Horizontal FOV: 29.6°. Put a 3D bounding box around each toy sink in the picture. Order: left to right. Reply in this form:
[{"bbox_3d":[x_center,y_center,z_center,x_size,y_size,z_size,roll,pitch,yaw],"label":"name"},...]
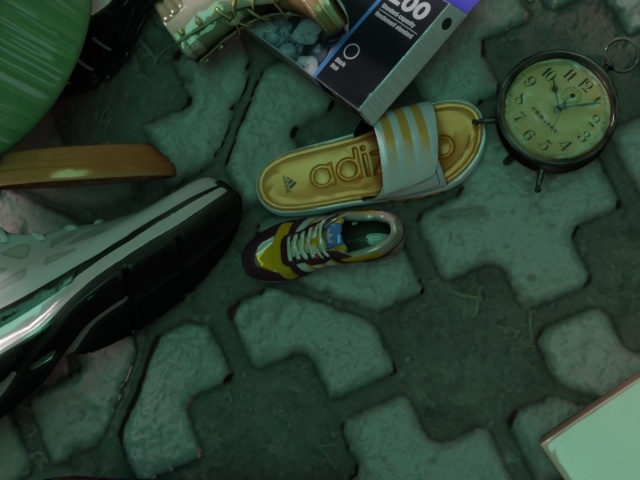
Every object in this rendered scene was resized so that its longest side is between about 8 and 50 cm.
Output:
[{"bbox_3d":[0.361,0.201,1.225,0.234,0.131,0.153,-36,80,5],"label":"toy sink"}]

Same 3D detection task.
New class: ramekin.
[{"bbox_3d":[-0.383,-0.230,1.299,0.303,0.148,0.303,-21,57,36],"label":"ramekin"}]

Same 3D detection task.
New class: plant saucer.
[{"bbox_3d":[-0.255,-0.079,1.296,0.200,0.200,0.037,-4,92,6],"label":"plant saucer"}]

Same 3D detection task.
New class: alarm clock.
[{"bbox_3d":[0.271,-0.151,1.320,0.192,0.064,0.129,-41,79,1],"label":"alarm clock"}]

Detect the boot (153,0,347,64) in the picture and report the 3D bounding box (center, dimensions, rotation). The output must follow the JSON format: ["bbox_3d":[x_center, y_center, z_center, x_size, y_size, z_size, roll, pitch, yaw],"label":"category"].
[{"bbox_3d":[-0.080,-0.249,1.316,0.165,0.077,0.213,-40,51,-1],"label":"boot"}]

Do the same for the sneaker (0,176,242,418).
[{"bbox_3d":[-0.317,0.006,1.283,0.447,0.169,0.257,-34,70,-19],"label":"sneaker"}]

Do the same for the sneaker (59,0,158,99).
[{"bbox_3d":[-0.256,-0.274,1.391,0.271,0.100,0.108,-49,56,0],"label":"sneaker"}]

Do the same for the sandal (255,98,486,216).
[{"bbox_3d":[0.055,-0.086,1.327,0.265,0.076,0.102,-17,80,3],"label":"sandal"}]

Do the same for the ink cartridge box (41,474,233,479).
[{"bbox_3d":[-0.082,0.382,1.234,0.395,0.151,0.270,0,83,7],"label":"ink cartridge box"}]

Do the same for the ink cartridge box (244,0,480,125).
[{"bbox_3d":[0.050,-0.260,1.337,0.208,0.045,0.206,-49,57,-3],"label":"ink cartridge box"}]

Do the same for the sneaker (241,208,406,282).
[{"bbox_3d":[0.000,0.000,1.316,0.185,0.084,0.069,-14,80,4],"label":"sneaker"}]
